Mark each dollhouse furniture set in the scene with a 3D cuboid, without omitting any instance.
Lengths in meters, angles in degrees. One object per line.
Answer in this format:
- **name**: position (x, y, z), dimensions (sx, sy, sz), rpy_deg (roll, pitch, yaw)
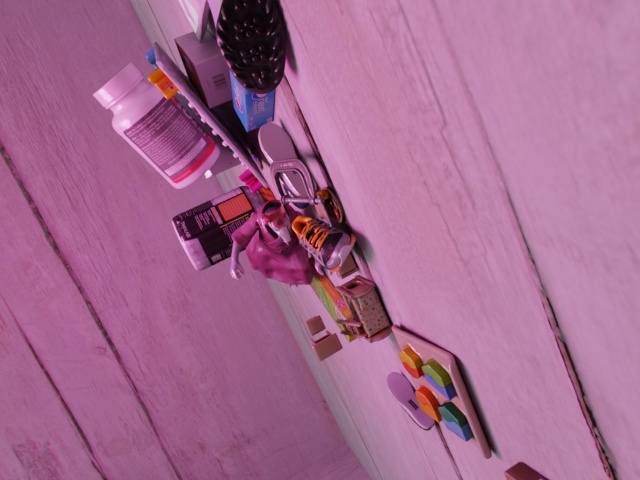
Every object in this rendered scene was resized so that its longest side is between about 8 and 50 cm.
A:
- **dollhouse furniture set**: position (0.033, 0.132, 0.932), dimensions (0.181, 0.161, 0.101), rpy_deg (65, 167, -13)

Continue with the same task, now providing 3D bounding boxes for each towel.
- **towel**: position (-0.196, -0.255, 1.393), dimensions (0.083, 0.010, 0.060), rpy_deg (57, 166, 25)

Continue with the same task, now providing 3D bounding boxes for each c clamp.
- **c clamp**: position (-0.047, -0.097, 0.913), dimensions (0.161, 0.022, 0.137), rpy_deg (15, 129, 50)

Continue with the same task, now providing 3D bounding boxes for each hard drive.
- **hard drive**: position (-0.361, -0.368, 1.468), dimensions (0.203, 0.040, 0.307), rpy_deg (-43, -68, -57)

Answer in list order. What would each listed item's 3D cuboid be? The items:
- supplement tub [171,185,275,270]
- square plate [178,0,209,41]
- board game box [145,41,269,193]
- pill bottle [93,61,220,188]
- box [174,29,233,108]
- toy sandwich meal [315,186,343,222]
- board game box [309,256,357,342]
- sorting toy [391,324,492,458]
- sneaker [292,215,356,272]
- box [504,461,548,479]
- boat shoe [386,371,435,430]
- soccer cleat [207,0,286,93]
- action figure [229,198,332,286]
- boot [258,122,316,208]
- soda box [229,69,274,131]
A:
- **supplement tub**: position (-0.290, -0.052, 1.477), dimensions (0.193, 0.316, 0.193), rpy_deg (59, 166, 23)
- **square plate**: position (-0.311, -0.648, 0.986), dimensions (0.347, 0.049, 0.344), rpy_deg (66, 167, -11)
- **board game box**: position (-0.313, -0.333, 1.244), dimensions (0.390, 0.050, 0.390), rpy_deg (49, -177, -34)
- **pill bottle**: position (-0.438, -0.307, 1.246), dimensions (0.318, 0.176, 0.176), rpy_deg (49, 176, -31)
- **box**: position (-0.300, -0.456, 1.221), dimensions (0.170, 0.091, 0.130), rpy_deg (53, 164, 37)
- **toy sandwich meal**: position (0.014, -0.066, 0.907), dimensions (0.085, 0.029, 0.085), rpy_deg (57, 166, 23)
- **board game box**: position (0.021, 0.157, 1.308), dimensions (0.259, 0.039, 0.124), rpy_deg (49, 160, 38)
- **sorting toy**: position (0.199, 0.258, 0.810), dimensions (0.192, 0.038, 0.208), rpy_deg (66, 167, -13)
- **sneaker**: position (0.000, 0.000, 0.919), dimensions (0.083, 0.084, 0.215), rpy_deg (32, 178, -22)
- **box**: position (0.339, 0.423, 0.609), dimensions (0.225, 0.037, 0.136), rpy_deg (63, 167, -5)
- **boat shoe**: position (0.192, 0.350, 1.002), dimensions (0.142, 0.049, 0.040), rpy_deg (50, 162, 37)
- **soccer cleat**: position (-0.134, -0.394, 0.727), dimensions (0.116, 0.109, 0.318), rpy_deg (-98, -12, -62)
- **action figure**: position (-0.090, -0.017, 1.167), dimensions (0.370, 0.248, 0.275), rpy_deg (98, 177, -65)
- **boot**: position (-0.078, -0.156, 0.998), dimensions (0.189, 0.069, 0.086), rpy_deg (60, 161, 9)
- **soda box**: position (-0.138, -0.308, 0.941), dimensions (0.071, 0.067, 0.210), rpy_deg (62, 167, 9)
